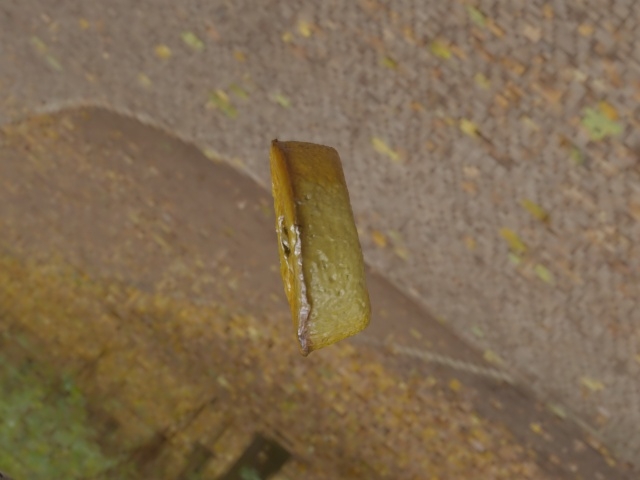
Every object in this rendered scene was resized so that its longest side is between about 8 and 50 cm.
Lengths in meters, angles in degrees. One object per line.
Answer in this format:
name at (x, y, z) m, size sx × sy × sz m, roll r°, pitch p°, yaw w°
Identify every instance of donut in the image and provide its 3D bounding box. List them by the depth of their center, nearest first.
donut at (0.000, 0.000, 1.149) m, size 0.162 × 0.065 × 0.178 m, roll 89°, pitch 172°, yaw -55°

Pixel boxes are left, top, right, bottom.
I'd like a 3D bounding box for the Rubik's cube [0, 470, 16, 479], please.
Rubik's cube at (-0.182, 0.210, 0.587) m, size 0.207 × 0.205 × 0.205 m, roll 32°, pitch -176°, yaw -4°
